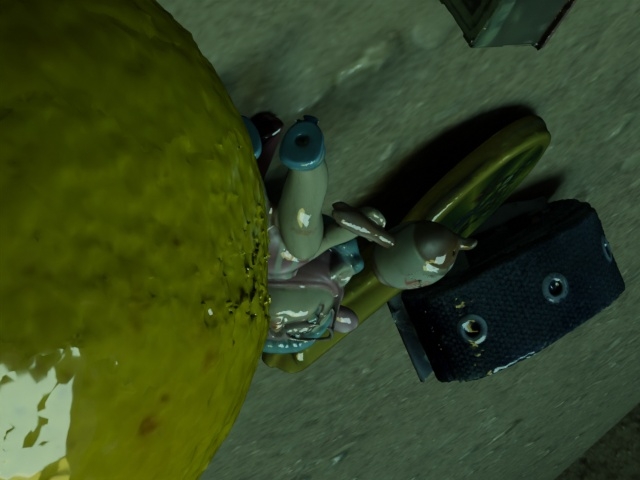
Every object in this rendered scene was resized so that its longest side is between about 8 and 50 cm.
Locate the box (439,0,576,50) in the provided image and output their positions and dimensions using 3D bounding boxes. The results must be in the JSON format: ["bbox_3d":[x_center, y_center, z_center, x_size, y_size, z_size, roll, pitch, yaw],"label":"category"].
[{"bbox_3d":[0.117,-0.160,0.887,0.063,0.060,0.085,-10,151,-33],"label":"box"}]

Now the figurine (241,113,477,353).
[{"bbox_3d":[-0.007,-0.011,0.946,0.205,0.103,0.260,-6,153,-3],"label":"figurine"}]

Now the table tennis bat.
[{"bbox_3d":[0.070,0.004,1.161,0.321,0.050,0.198,-36,167,-35],"label":"table tennis bat"}]

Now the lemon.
[{"bbox_3d":[-0.151,0.007,0.534,0.293,0.293,0.293,-30,160,-12],"label":"lemon"}]

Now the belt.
[{"bbox_3d":[0.174,0.031,1.349,0.218,0.128,0.122,-26,-171,-27],"label":"belt"}]
